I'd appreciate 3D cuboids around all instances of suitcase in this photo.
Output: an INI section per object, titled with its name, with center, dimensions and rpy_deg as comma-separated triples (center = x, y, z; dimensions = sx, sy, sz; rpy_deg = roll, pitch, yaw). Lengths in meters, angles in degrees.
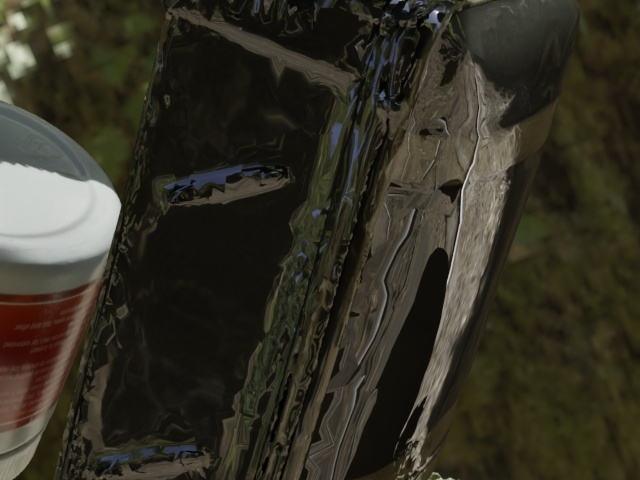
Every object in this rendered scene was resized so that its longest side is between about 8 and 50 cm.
[suitcase]
center = 0.000, 0.000, 1.106
dimensions = 0.194, 0.434, 0.283
rpy_deg = 23, 19, 15

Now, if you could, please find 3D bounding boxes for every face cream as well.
[face cream]
center = -0.240, 0.027, 1.214
dimensions = 0.187, 0.201, 0.201
rpy_deg = -66, -11, 27

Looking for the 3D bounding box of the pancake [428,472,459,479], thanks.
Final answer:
[pancake]
center = 0.086, 0.260, 1.423
dimensions = 0.377, 0.197, 0.054
rpy_deg = -5, -25, 3
